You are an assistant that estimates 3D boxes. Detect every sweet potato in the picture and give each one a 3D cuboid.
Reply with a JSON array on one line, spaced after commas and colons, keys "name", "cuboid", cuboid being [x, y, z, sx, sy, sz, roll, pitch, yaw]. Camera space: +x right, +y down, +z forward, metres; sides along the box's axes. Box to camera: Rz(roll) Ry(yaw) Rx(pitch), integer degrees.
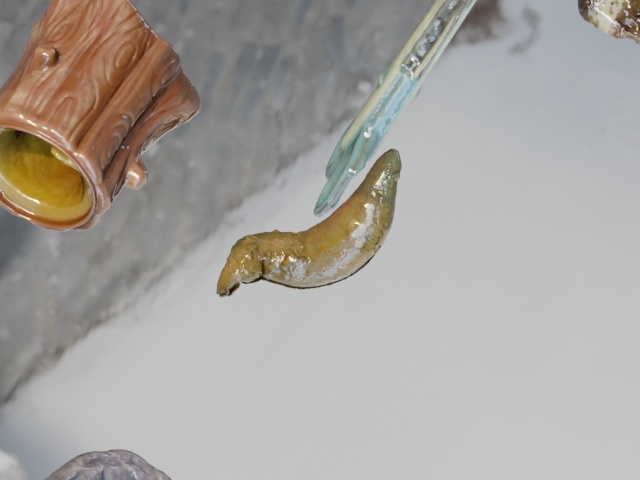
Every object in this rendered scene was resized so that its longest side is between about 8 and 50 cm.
[{"name": "sweet potato", "cuboid": [0.000, 0.003, 2.233, 0.310, 0.098, 0.124, -30, 123, 9]}]

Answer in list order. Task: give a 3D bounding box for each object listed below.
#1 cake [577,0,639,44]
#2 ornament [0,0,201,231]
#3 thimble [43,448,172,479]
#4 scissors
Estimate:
[{"name": "cake", "cuboid": [0.343, -0.321, 1.643, 0.135, 0.112, 0.246, 116, -2, -54]}, {"name": "ornament", "cuboid": [-0.279, -0.137, 1.900, 0.235, 0.221, 0.217, -54, -174, 50]}, {"name": "thimble", "cuboid": [-0.165, 0.242, 1.270, 0.098, 0.150, 0.150, -43, 160, 29]}, {"name": "scissors", "cuboid": [0.072, -0.144, 1.584, 0.289, 0.041, 0.138, -54, -172, 34]}]
